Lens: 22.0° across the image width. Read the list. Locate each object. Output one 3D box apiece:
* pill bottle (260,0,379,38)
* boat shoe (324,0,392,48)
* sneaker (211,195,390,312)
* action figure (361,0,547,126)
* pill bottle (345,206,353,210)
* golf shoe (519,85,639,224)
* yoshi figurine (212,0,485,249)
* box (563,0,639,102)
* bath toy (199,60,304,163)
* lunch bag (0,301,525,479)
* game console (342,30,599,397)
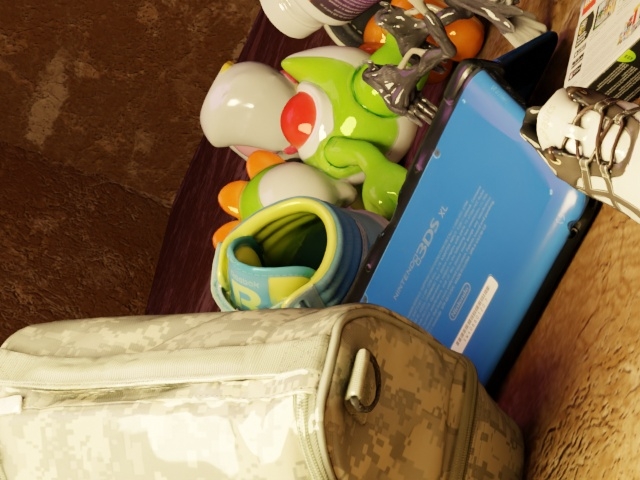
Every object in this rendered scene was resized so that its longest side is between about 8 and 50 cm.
[{"bbox_3d":[0.028,-0.287,1.688,0.193,0.108,0.108,-31,34,39],"label":"pill bottle"},{"bbox_3d":[0.127,-0.406,1.727,0.156,0.187,0.500,-84,19,-63],"label":"boat shoe"},{"bbox_3d":[-0.052,0.101,1.429,0.208,0.127,0.319,30,-98,-64],"label":"sneaker"},{"bbox_3d":[0.139,-0.235,1.480,0.276,0.141,0.164,120,169,-49],"label":"action figure"},{"bbox_3d":[0.041,-0.103,1.841,0.086,0.086,0.152,-53,15,59],"label":"pill bottle"},{"bbox_3d":[0.183,-0.055,1.037,0.198,0.094,0.077,-166,97,-78],"label":"golf shoe"},{"bbox_3d":[0.051,-0.062,1.661,0.203,0.203,0.362,19,71,40],"label":"yoshi figurine"},{"bbox_3d":[0.233,-0.169,1.143,0.207,0.036,0.114,132,156,-65],"label":"box"},{"bbox_3d":[-0.038,-0.143,1.955,0.151,0.129,0.348,-61,-9,3],"label":"bath toy"},{"bbox_3d":[-0.052,0.147,1.091,0.305,0.256,0.212,-6,50,32],"label":"lunch bag"},{"bbox_3d":[0.140,0.005,1.331,0.250,0.173,0.293,52,128,41],"label":"game console"}]
